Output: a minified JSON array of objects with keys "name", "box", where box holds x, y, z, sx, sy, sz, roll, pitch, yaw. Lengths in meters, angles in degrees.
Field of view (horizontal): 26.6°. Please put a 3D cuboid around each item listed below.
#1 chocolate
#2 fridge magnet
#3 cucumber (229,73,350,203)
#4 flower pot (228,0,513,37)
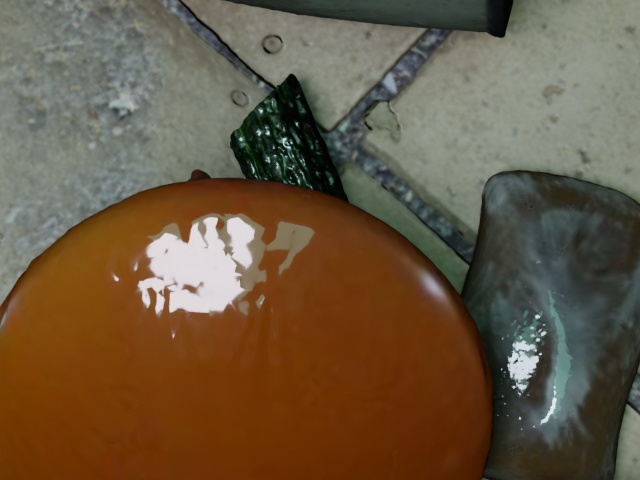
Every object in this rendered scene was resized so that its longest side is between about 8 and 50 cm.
[{"name":"chocolate","box":[0.181,0.068,1.053,0.157,0.080,0.254,15,81,3]},{"name":"fridge magnet","box":[-0.059,0.122,0.963,0.364,0.155,0.363,0,113,0]},{"name":"cucumber","box":[0.000,0.000,1.073,0.077,0.077,0.265,-24,81,-3]},{"name":"flower pot","box":[-0.009,-0.311,1.028,0.330,0.293,0.293,5,81,9]}]
